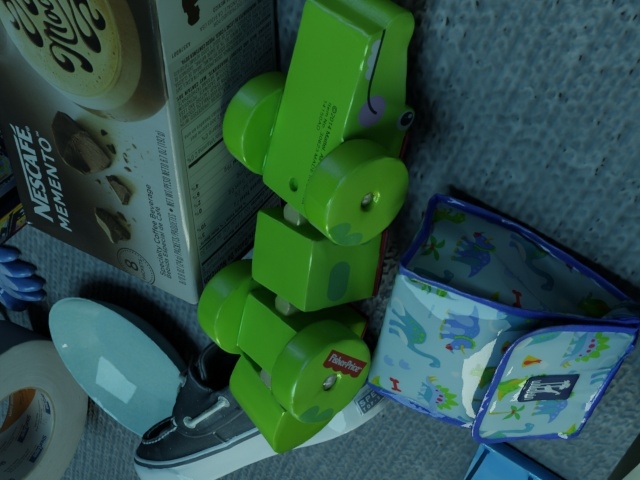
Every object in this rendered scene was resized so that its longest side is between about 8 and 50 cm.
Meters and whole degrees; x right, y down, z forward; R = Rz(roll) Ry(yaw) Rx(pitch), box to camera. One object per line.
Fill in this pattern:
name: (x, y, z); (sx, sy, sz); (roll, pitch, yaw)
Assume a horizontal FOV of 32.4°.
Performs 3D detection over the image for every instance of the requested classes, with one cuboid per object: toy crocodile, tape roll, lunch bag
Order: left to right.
tape roll: (-0.348, 0.198, 1.168); (0.072, 0.219, 0.219); (19, 137, 27)
toy crocodile: (0.000, 0.000, 0.717); (0.115, 0.105, 0.340); (36, 125, 40)
lunch bag: (0.117, 0.062, 0.714); (0.151, 0.096, 0.129); (21, 138, 8)

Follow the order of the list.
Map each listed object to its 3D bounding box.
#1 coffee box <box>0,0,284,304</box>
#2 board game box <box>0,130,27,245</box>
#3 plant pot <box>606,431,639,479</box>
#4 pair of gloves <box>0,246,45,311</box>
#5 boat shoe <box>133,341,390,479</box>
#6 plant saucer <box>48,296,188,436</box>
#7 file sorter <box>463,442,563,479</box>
coffee box: (-0.127, -0.121, 0.730); (0.168, 0.119, 0.297); (23, 139, 23)
board game box: (-0.316, -0.070, 0.937); (0.170, 0.141, 0.048); (38, 142, 8)
plant pot: (0.236, 0.146, 0.659); (0.096, 0.109, 0.109); (39, 144, 14)
pair of gloves: (-0.364, -0.007, 1.146); (0.159, 0.023, 0.198); (14, 134, 34)
boat shoe: (-0.074, 0.133, 0.938); (0.301, 0.108, 0.102); (-26, 100, 43)
plant saucer: (-0.185, 0.122, 1.094); (0.195, 0.037, 0.195); (25, 141, 23)
file sorter: (0.164, 0.258, 0.847); (0.170, 0.104, 0.118); (31, 141, 17)
